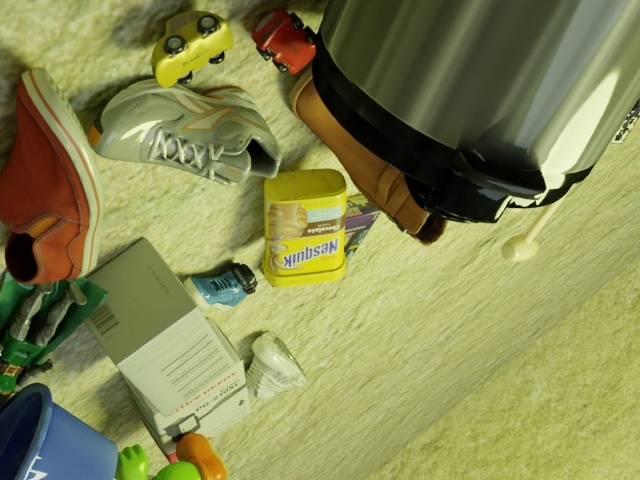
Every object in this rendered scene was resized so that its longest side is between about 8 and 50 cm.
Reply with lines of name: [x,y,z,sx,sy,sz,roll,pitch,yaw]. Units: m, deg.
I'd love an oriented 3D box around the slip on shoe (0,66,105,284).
slip on shoe: [-0.299,-0.052,1.137,0.101,0.123,0.331,-22,155,-25]

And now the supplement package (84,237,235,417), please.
supplement package: [-0.232,0.130,1.498,0.134,0.139,0.244,-36,154,-9]

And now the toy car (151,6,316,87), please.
toy car: [-0.070,-0.273,1.151,0.239,0.053,0.225,-16,146,-42]

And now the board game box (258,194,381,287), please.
board game box: [0.000,0.000,1.713,0.170,0.048,0.141,-13,145,-44]

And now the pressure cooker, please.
pressure cooker: [0.189,-0.242,1.182,0.370,0.375,0.420,-27,150,-50]

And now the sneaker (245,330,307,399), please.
sneaker: [-0.097,0.246,1.949,0.115,0.090,0.232,-34,154,-4]

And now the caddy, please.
caddy: [-0.428,0.360,1.426,0.241,0.179,0.341,-17,-135,53]

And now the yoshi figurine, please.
yoshi figurine: [-0.331,0.422,1.660,0.203,0.204,0.362,-5,-166,38]

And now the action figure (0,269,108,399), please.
action figure: [-0.387,0.138,1.367,0.137,0.063,0.232,22,119,-31]

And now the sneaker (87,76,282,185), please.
sneaker: [-0.143,-0.116,1.231,0.262,0.121,0.099,-11,142,-47]

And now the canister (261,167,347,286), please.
canister: [-0.024,-0.019,1.554,0.126,0.073,0.170,-6,133,-9]

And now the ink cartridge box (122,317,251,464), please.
ink cartridge box: [-0.217,0.256,1.777,0.172,0.100,0.237,-32,155,-17]

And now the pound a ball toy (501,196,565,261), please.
pound a ball toy: [0.388,-0.141,1.825,0.135,0.208,0.319,-2,136,-53]

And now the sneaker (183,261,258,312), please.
sneaker: [-0.145,0.064,1.603,0.084,0.058,0.152,-37,160,8]

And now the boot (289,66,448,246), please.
boot: [0.072,-0.110,1.420,0.109,0.220,0.283,-36,155,-6]
